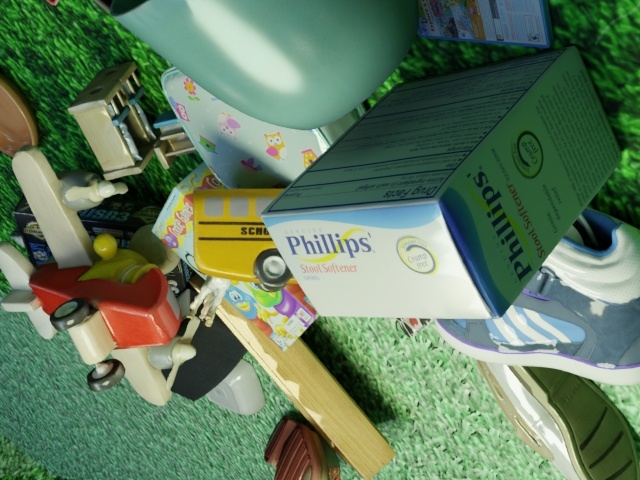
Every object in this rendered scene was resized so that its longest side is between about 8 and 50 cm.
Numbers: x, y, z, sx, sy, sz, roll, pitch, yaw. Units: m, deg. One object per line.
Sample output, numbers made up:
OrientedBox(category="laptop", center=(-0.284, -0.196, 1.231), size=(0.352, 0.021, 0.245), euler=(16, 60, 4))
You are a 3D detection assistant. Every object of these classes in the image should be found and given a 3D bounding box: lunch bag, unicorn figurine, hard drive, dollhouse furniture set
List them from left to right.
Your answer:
OrientedBox(category="dollhouse furniture set", center=(-0.246, -0.191, 1.600), size=(0.183, 0.129, 0.129), euler=(-10, 123, 23))
OrientedBox(category="hard drive", center=(-0.231, 0.199, 1.955), size=(0.172, 0.054, 0.255), euler=(27, 134, -17))
OrientedBox(category="unicorn figurine", center=(-0.140, 0.062, 1.515), size=(0.060, 0.111, 0.162), euler=(36, 161, -19))
OrientedBox(category="lunch bag", center=(-0.072, -0.181, 1.414), size=(0.279, 0.108, 0.224), euler=(-4, 123, 48))

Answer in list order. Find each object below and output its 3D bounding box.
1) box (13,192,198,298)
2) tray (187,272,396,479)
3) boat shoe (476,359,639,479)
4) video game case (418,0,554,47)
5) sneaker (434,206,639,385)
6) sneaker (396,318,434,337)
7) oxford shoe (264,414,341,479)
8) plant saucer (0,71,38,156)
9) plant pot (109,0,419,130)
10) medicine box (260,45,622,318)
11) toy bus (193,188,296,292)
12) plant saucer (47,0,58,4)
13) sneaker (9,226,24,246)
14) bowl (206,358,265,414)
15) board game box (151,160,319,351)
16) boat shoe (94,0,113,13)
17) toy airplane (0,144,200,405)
OrientedBox(category="box", center=(-0.370, 0.047, 1.925), size=(0.295, 0.073, 0.293), euler=(5, 135, 11))
OrientedBox(category="tray", center=(-0.051, 0.205, 1.793), size=(0.411, 0.076, 0.203), euler=(51, 171, -11))
OrientedBox(category="boat shoe", center=(0.325, 0.241, 1.474), size=(0.302, 0.113, 0.103), euler=(58, 147, -3))
OrientedBox(category="video game case", center=(0.165, -0.266, 1.152), size=(0.166, 0.015, 0.119), euler=(13, 137, 37))
OrientedBox(category="sneaker", center=(0.259, 0.034, 1.298), size=(0.322, 0.130, 0.236), euler=(12, 130, 42))
OrientedBox(category="sneaker", center=(0.150, 0.093, 1.530), size=(0.068, 0.071, 0.170), euler=(64, 161, 1))
OrientedBox(category="oxford shoe", center=(-0.010, 0.401, 1.928), size=(0.130, 0.123, 0.348), euler=(28, -178, -10))
OrientedBox(category="plant saucer", center=(-0.582, -0.239, 1.953), size=(0.200, 0.037, 0.200), euler=(28, 144, 23))
OrientedBox(category="plant pot", center=(-0.035, -0.260, 1.142), size=(0.235, 0.293, 0.293), euler=(44, 149, -25))
OrientedBox(category="medicine box", center=(0.132, -0.059, 1.165), size=(0.263, 0.289, 0.149), euler=(-3, 125, 49))
OrientedBox(category="toy bus", center=(0.000, 0.000, 1.423), size=(0.332, 0.130, 0.108), euler=(-1, 173, -5))
OrientedBox(category="plant saucer", center=(-0.417, -0.492, 1.486), size=(0.258, 0.048, 0.259), euler=(45, 148, -3))
OrientedBox(category="sneaker", center=(-0.487, 0.003, 2.065), size=(0.297, 0.111, 0.129), euler=(6, 136, 44))
OrientedBox(category="bowl", center=(-0.181, 0.279, 2.095), size=(0.142, 0.053, 0.142), euler=(18, 140, 32))
OrientedBox(category="board game box", center=(-0.092, 0.005, 1.608), size=(0.275, 0.144, 0.142), euler=(42, 146, 2))
OrientedBox(category="boat shoe", center=(-0.218, -0.315, 1.351), size=(0.324, 0.096, 0.117), euler=(38, 123, 36))
OrientedBox(category="toy airplane", center=(-0.350, 0.066, 1.734), size=(0.384, 0.272, 0.386), euler=(47, 155, 15))
